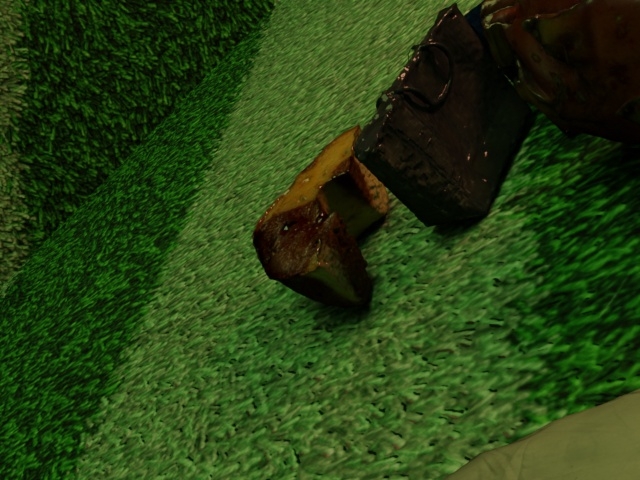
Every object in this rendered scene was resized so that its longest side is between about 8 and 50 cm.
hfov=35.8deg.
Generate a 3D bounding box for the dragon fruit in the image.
[{"bbox_3d":[0.306,-0.194,0.907,0.315,0.250,0.250,-19,31,53],"label":"dragon fruit"}]

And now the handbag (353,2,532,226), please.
[{"bbox_3d":[0.142,-0.138,1.146,0.088,0.175,0.270,-13,38,47],"label":"handbag"}]

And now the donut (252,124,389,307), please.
[{"bbox_3d":[0.000,0.000,1.224,0.151,0.112,0.295,-32,23,30],"label":"donut"}]

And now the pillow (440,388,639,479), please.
[{"bbox_3d":[0.157,0.197,0.570,0.310,0.138,0.283,-29,17,26],"label":"pillow"}]

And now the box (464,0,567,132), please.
[{"bbox_3d":[0.336,-0.285,1.170,0.279,0.116,0.261,-38,21,12],"label":"box"}]
